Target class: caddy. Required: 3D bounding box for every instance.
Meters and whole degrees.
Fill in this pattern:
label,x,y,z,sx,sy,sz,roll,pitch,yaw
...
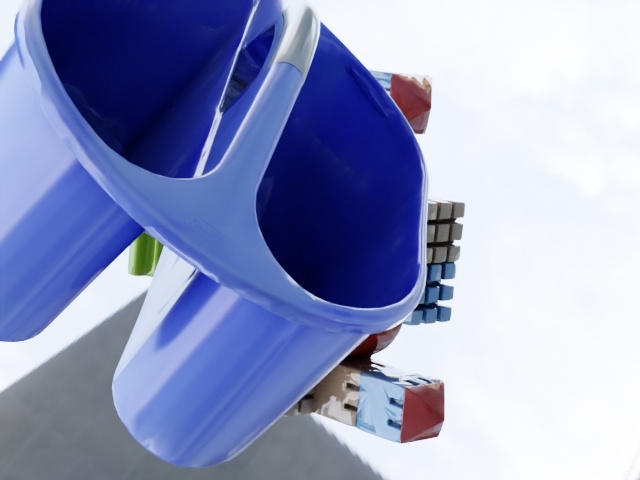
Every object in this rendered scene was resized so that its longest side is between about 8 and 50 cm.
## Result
label,x,y,z,sx,sy,sz,roll,pitch,yaw
caddy,-0.060,-0.049,0.811,0.241,0.179,0.341,37,-156,-14

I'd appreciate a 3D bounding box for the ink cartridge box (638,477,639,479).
label,x,y,z,sx,sy,sz,roll,pitch,yaw
ink cartridge box,0.118,0.170,0.543,0.148,0.203,0.086,6,-142,-50

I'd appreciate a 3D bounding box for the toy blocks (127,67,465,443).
label,x,y,z,sx,sy,sz,roll,pitch,yaw
toy blocks,0.000,0.000,1.258,0.191,0.261,0.381,-2,-79,-45
